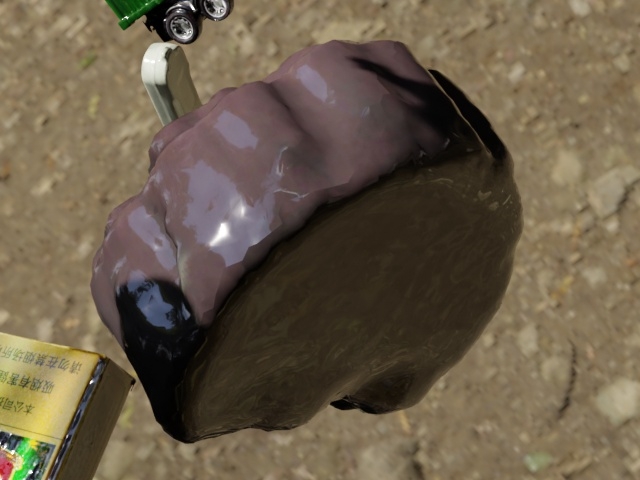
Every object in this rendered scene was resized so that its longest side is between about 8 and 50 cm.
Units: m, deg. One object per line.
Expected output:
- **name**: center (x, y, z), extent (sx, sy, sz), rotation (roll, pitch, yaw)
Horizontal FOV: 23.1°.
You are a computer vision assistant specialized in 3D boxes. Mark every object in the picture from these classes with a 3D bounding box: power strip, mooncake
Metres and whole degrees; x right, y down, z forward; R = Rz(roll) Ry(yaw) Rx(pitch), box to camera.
- **power strip**: center (-0.137, -0.132, 1.534), extent (0.030, 0.191, 0.047), rotation (9, 63, 15)
- **mooncake**: center (0.000, 0.000, 1.364), extent (0.350, 0.381, 0.212), rotation (-45, 59, 15)

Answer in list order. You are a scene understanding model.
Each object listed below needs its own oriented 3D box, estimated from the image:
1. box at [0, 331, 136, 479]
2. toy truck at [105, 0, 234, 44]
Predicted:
- **box**: center (-0.280, 0.206, 1.398), extent (0.159, 0.071, 0.240), rotation (9, 66, 28)
- **toy truck**: center (-0.072, -0.261, 1.300), extent (0.259, 0.121, 0.088), rotation (-27, 16, 35)
